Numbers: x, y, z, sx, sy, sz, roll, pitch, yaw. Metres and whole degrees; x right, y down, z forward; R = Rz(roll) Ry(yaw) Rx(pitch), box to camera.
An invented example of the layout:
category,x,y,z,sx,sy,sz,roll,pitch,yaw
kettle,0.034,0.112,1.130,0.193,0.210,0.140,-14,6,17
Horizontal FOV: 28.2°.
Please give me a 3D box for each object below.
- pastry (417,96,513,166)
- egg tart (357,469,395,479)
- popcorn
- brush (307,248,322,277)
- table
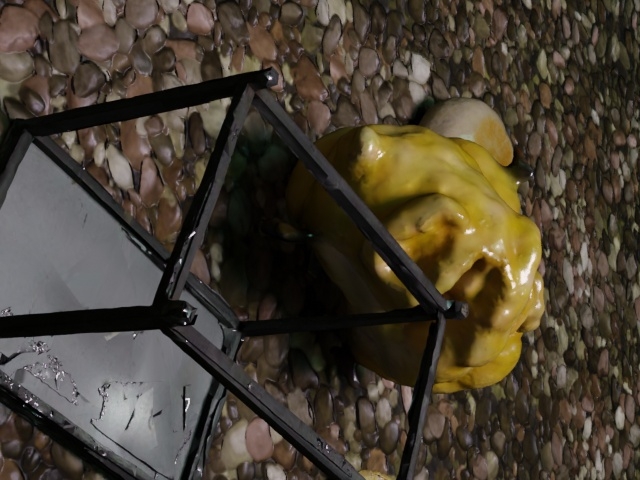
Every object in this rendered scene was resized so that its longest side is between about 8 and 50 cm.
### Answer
category,x,y,z,sx,sy,sz,roll,pitch,yaw
pastry,0.180,-0.103,1.619,0.156,0.092,0.156,12,73,-46
egg tart,0.065,0.372,1.351,0.291,0.107,0.290,16,71,-54
popcorn,0.103,0.002,1.302,0.297,0.281,0.316,53,-6,19
brush,0.000,0.000,1.407,0.016,0.013,0.083,36,54,-44
table,-0.087,0.066,1.041,0.335,0.272,0.222,47,48,-41
